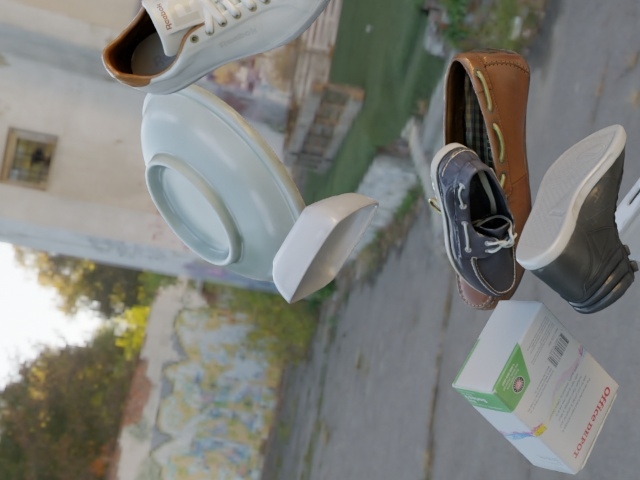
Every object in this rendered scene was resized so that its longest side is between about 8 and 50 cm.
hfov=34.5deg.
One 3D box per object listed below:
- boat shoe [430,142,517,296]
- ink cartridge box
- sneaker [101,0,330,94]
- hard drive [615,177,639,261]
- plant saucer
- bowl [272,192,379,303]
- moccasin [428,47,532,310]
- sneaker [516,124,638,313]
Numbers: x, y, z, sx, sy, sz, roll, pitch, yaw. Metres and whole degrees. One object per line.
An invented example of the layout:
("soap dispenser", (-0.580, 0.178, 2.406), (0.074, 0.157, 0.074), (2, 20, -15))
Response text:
("boat shoe", (0.179, -0.010, 1.135), (0.065, 0.075, 0.206), (37, 156, 55))
("ink cartridge box", (0.309, 0.208, 1.462), (0.093, 0.212, 0.154), (-3, 49, 56))
("sneaker", (-0.105, -0.240, 1.089), (0.105, 0.290, 0.123), (62, -159, 7))
("hard drive", (0.618, -0.035, 1.657), (0.203, 0.308, 0.040), (-60, 32, 31))
("plant saucer", (-0.182, -0.069, 1.697), (0.100, 0.400, 0.400), (-40, -15, -25))
("bowl", (0.000, 0.000, 1.271), (0.142, 0.053, 0.142), (-58, -15, 25))
("moccasin", (0.226, -0.080, 1.476), (0.139, 0.147, 0.379), (25, 120, 47))
("sneaker", (0.366, -0.023, 1.378), (0.105, 0.147, 0.295), (-20, 28, 48))
